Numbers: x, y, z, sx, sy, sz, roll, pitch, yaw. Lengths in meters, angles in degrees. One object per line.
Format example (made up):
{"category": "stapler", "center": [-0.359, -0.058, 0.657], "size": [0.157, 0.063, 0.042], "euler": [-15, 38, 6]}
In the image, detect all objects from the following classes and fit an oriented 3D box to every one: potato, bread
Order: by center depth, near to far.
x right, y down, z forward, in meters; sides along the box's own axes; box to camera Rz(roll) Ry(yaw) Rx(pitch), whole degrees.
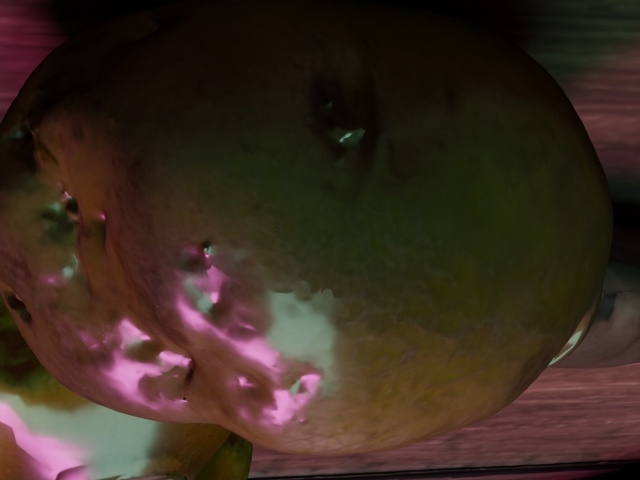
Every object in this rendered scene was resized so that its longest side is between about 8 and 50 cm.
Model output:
{"category": "potato", "center": [0.000, -0.005, 0.586], "size": [0.200, 0.137, 0.154], "euler": [10, 180, -37]}
{"category": "bread", "center": [-0.097, 0.080, 0.790], "size": [0.161, 0.088, 0.233], "euler": [-3, 154, -7]}

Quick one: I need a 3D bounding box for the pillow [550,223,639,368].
{"category": "pillow", "center": [0.083, 0.024, 0.772], "size": [0.241, 0.051, 0.093], "euler": [2, 154, -29]}
